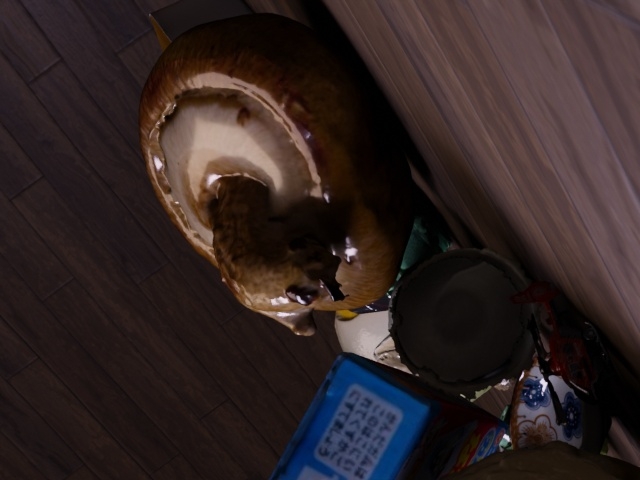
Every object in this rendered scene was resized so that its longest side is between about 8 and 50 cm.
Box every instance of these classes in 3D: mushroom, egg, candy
[{"bbox_3d":[-0.062,-0.068,1.292,0.345,0.259,0.345,23,135,25],"label":"mushroom"},{"bbox_3d":[0.147,0.184,2.313,0.337,0.201,0.337,54,-179,-1],"label":"egg"},{"bbox_3d":[0.070,0.207,1.169,0.100,0.157,0.306,29,179,23],"label":"candy"}]

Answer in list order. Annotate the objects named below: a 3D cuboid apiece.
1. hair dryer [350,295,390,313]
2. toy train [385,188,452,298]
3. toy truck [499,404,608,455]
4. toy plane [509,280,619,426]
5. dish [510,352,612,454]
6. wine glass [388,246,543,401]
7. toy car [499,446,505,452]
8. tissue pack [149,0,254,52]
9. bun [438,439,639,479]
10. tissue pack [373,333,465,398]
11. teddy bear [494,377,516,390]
[{"bbox_3d":[0.000,0.000,1.609,0.248,0.070,0.114,43,167,-6],"label":"hair dryer"},{"bbox_3d":[0.053,-0.050,1.495,0.269,0.115,0.154,53,173,2],"label":"toy train"},{"bbox_3d":[0.215,0.300,1.321,0.128,0.260,0.135,27,167,5],"label":"toy truck"},{"bbox_3d":[0.200,0.086,1.017,0.037,0.060,0.145,56,-167,-46],"label":"toy plane"},{"bbox_3d":[0.255,0.182,1.235,0.141,0.078,0.141,-176,90,-70],"label":"dish"},{"bbox_3d":[0.136,0.080,1.279,0.143,0.143,0.321,54,179,2],"label":"wine glass"},{"bbox_3d":[0.340,0.351,2.028,0.139,0.112,0.112,42,-156,-50],"label":"toy car"},{"bbox_3d":[-0.140,-0.261,1.921,0.246,0.136,0.159,52,165,41],"label":"tissue pack"},{"bbox_3d":[0.210,0.288,1.031,0.348,0.227,0.352,18,173,6],"label":"bun"},{"bbox_3d":[0.167,0.155,1.639,0.125,0.159,0.234,54,178,12],"label":"tissue pack"},{"bbox_3d":[0.222,0.171,1.903,0.160,0.078,0.119,53,-178,5],"label":"teddy bear"}]
